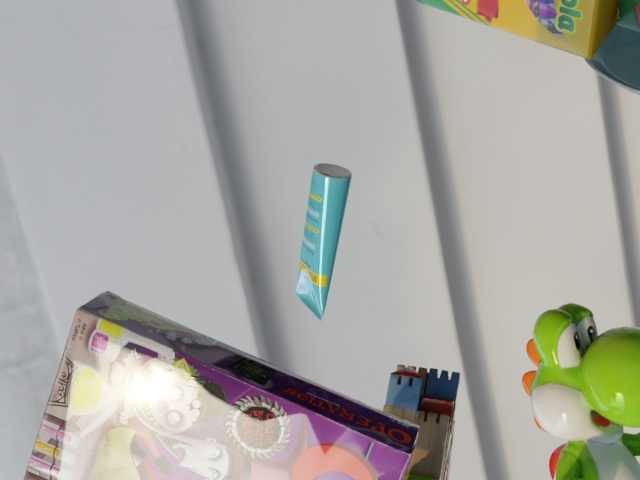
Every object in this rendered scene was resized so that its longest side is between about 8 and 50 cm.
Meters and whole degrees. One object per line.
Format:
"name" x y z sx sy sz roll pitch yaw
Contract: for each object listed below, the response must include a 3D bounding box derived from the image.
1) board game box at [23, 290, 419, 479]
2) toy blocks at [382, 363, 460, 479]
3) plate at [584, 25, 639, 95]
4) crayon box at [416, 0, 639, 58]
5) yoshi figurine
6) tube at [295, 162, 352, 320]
"board game box" -0.098 0.227 0.616 0.208 0.347 0.056 21 -165 4
"toy blocks" 0.152 0.317 1.574 0.191 0.261 0.381 7 156 11
"plate" 0.415 -0.217 1.260 0.188 0.024 0.188 5 -141 -4
"crayon box" 0.233 -0.335 1.142 0.318 0.202 0.081 25 -123 26
"yoshi figurine" 0.343 0.247 1.139 0.203 0.362 0.203 -14 -178 13
"tube" 0.000 0.000 1.366 0.052 0.207 0.080 -2 -154 -24
